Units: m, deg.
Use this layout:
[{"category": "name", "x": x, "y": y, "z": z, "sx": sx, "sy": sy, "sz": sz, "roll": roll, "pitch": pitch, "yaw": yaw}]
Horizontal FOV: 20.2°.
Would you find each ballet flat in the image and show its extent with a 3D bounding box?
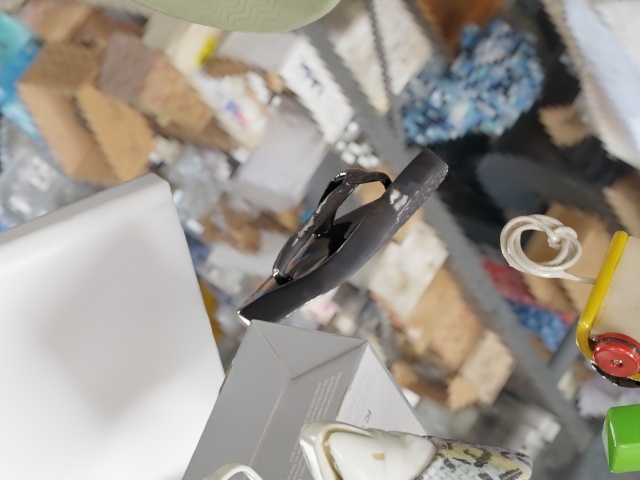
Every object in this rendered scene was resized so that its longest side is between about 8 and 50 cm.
[{"category": "ballet flat", "x": -0.003, "y": 0.064, "z": 0.410, "sx": 0.041, "sy": 0.114, "sz": 0.041, "roll": 53, "pitch": 159, "yaw": 32}]

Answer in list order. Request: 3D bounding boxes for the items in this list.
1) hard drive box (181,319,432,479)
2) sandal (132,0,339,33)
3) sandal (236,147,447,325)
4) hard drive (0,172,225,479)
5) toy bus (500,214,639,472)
[{"category": "hard drive box", "x": 0.001, "y": 0.188, "z": 1.151, "sx": 0.089, "sy": 0.181, "sz": 0.232, "roll": 9, "pitch": 151, "yaw": 29}, {"category": "sandal", "x": -0.120, "y": -0.157, "z": 0.786, "sx": 0.303, "sy": 0.086, "sz": 0.120, "roll": 23, "pitch": 137, "yaw": -31}, {"category": "sandal", "x": -0.001, "y": 0.001, "z": 1.264, "sx": 0.054, "sy": 0.097, "sz": 0.254, "roll": 47, "pitch": 143, "yaw": -4}, {"category": "hard drive", "x": -0.243, "y": 0.121, "z": 1.298, "sx": 0.047, "sy": 0.353, "sz": 0.233, "roll": 29, "pitch": 137, "yaw": 59}, {"category": "toy bus", "x": 0.219, "y": 0.070, "z": 1.011, "sx": 0.104, "sy": 0.191, "sz": 0.202, "roll": 91, "pitch": 158, "yaw": -51}]
